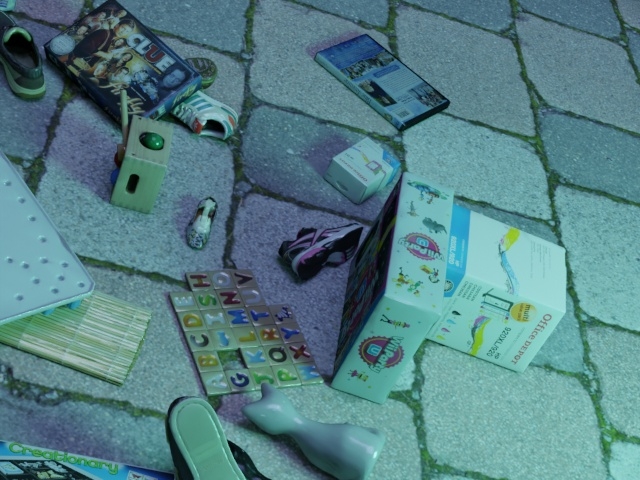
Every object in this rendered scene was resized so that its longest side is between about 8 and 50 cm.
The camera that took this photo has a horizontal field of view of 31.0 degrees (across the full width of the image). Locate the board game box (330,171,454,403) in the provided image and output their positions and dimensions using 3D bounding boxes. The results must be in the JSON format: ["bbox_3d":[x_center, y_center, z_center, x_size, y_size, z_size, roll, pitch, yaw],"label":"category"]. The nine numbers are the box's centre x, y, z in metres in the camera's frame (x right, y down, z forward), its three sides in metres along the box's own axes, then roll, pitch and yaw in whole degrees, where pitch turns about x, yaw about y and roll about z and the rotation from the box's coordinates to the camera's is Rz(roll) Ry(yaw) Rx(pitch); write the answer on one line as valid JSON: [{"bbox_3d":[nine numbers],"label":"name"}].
[{"bbox_3d":[0.115,0.071,1.832,0.098,0.224,0.303,20,40,-8],"label":"board game box"}]

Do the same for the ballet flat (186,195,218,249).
[{"bbox_3d":[-0.196,-0.035,1.920,0.041,0.041,0.114,20,41,-7],"label":"ballet flat"}]

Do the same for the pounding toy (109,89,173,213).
[{"bbox_3d":[-0.303,-0.146,1.901,0.100,0.141,0.130,15,42,-13],"label":"pounding toy"}]

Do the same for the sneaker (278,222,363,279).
[{"bbox_3d":[0.000,0.000,1.968,0.077,0.072,0.178,36,34,26],"label":"sneaker"}]

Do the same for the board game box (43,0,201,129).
[{"bbox_3d":[-0.355,-0.313,2.078,0.243,0.042,0.165,42,67,17],"label":"board game box"}]

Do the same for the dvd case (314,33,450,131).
[{"bbox_3d":[0.132,-0.336,2.426,0.253,0.022,0.180,42,42,17],"label":"dvd case"}]

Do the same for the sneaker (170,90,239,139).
[{"bbox_3d":[-0.229,-0.231,2.095,0.161,0.057,0.075,23,35,-9],"label":"sneaker"}]

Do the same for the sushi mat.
[{"bbox_3d":[-0.409,0.102,1.678,0.317,0.019,0.151,21,40,-7],"label":"sushi mat"}]

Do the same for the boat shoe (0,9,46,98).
[{"bbox_3d":[-0.537,-0.345,2.038,0.080,0.073,0.223,-9,52,-35],"label":"boat shoe"}]

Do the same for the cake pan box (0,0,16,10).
[{"bbox_3d":[-0.719,-0.503,2.115,0.246,0.070,0.267,-17,57,-37],"label":"cake pan box"}]

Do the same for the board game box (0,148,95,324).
[{"bbox_3d":[-0.582,-0.004,1.635,0.390,0.050,0.390,-19,60,-40],"label":"board game box"}]

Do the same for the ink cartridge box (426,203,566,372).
[{"bbox_3d":[0.275,0.080,1.948,0.233,0.171,0.168,21,41,-7],"label":"ink cartridge box"}]

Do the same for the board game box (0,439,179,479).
[{"bbox_3d":[-0.328,0.342,1.418,0.305,0.053,0.193,14,32,-14],"label":"board game box"}]

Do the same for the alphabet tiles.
[{"bbox_3d":[-0.123,0.136,1.802,0.198,0.009,0.237,-3,49,-30],"label":"alphabet tiles"}]

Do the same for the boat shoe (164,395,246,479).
[{"bbox_3d":[-0.144,0.311,1.508,0.081,0.069,0.227,-17,93,-19],"label":"boat shoe"}]

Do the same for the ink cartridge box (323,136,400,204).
[{"bbox_3d":[0.078,-0.131,2.157,0.088,0.052,0.122,39,43,14],"label":"ink cartridge box"}]

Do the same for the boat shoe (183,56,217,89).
[{"bbox_3d":[-0.283,-0.306,2.146,0.178,0.060,0.064,3,62,-14],"label":"boat shoe"}]

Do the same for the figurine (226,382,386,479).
[{"bbox_3d":[-0.038,0.306,1.614,0.209,0.092,0.215,27,39,7],"label":"figurine"}]
